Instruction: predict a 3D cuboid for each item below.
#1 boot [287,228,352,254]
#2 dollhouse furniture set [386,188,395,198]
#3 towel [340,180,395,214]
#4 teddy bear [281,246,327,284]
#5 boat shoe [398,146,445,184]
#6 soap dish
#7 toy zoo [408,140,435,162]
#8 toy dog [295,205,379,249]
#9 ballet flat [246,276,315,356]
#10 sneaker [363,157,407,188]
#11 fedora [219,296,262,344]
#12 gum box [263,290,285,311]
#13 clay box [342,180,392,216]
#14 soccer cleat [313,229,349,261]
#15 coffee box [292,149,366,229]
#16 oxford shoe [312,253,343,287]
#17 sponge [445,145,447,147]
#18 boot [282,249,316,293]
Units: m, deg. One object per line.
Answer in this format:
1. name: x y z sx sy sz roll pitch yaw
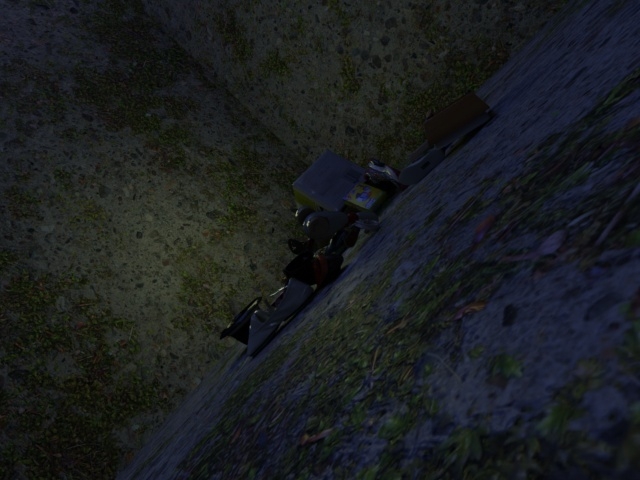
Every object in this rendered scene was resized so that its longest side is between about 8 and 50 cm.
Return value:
1. boot: 0.000 0.000 2.118 0.270 0.089 0.236 -21 19 -36
2. dollhouse furniture set: 0.289 -0.234 2.146 0.151 0.123 0.144 -47 2 -12
3. towel: 0.270 -0.251 2.255 0.312 0.056 0.324 -46 -22 16
4. teddy bear: -0.039 0.145 2.122 0.338 0.113 0.245 -39 5 -26
5. boat shoe: 0.411 -0.299 1.643 0.219 0.077 0.070 -35 9 38
6. soap dish: 0.494 -0.448 1.503 0.229 0.118 0.291 -30 8 26
7. toy zoo: 0.516 -0.433 1.932 0.192 0.030 0.293 -43 -10 19
8. toy dog: 0.062 -0.037 1.624 0.220 0.334 0.160 -86 4 -67
9. ballet flat: -0.190 0.292 1.617 0.400 0.139 0.139 -46 2 17
10. sneaker: 0.319 -0.301 1.966 0.112 0.121 0.299 -64 33 12
11. fedora: -0.375 0.447 2.155 0.334 0.152 0.334 -45 5 5
12. gum box: -0.240 0.361 2.343 0.188 0.062 0.107 -47 2 -20
13. clay box: 0.226 -0.201 1.981 0.127 0.053 0.222 -49 44 -13
14. soccer cleat: 0.050 0.074 1.983 0.289 0.093 0.121 -51 -28 -7
15. coffee box: 0.083 -0.259 2.435 0.337 0.338 0.334 -47 -26 -22
16. oxford shoe: 0.029 0.115 1.548 0.099 0.096 0.271 -12 -14 -11
17. sponge: 0.512 -0.390 1.861 0.210 0.031 0.117 -47 0 35
18. boot: -0.050 0.109 1.675 0.263 0.091 0.229 -38 -22 -29
